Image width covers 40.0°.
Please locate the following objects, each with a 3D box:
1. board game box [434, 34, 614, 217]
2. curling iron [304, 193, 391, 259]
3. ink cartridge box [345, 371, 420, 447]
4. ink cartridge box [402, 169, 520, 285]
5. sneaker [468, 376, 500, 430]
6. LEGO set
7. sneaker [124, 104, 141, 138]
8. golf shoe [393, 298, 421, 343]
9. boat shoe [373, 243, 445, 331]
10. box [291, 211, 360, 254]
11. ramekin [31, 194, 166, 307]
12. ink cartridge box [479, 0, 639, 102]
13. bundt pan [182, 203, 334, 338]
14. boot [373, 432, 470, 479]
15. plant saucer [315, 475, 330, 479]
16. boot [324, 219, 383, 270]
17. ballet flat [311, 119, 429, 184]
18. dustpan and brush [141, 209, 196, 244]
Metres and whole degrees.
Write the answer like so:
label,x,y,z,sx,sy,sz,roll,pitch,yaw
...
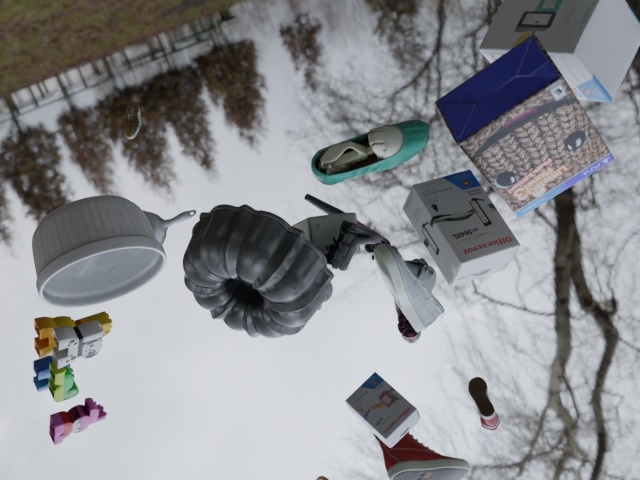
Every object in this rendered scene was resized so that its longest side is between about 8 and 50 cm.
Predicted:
label,x,y,z,sx,sy,sz,roll,pitch,yaw
board game box,0.411,-0.220,1.759,0.232,0.291,0.141,-34,-134,18
curling iron,0.073,-0.039,2.234,0.035,0.274,0.068,-33,-154,49
ink cartridge box,0.124,0.335,1.741,0.088,0.052,0.122,-42,-123,-14
ink cartridge box,0.281,-0.028,1.761,0.148,0.086,0.203,-16,-120,-24
sneaker,0.342,0.345,1.839,0.042,0.067,0.118,-19,-145,6
LEGO set,-0.295,0.143,1.077,0.093,0.227,0.087,-17,-123,-31
sneaker,-0.378,-0.236,1.789,0.031,0.037,0.083,0,-122,4
golf shoe,0.210,0.156,2.114,0.067,0.186,0.086,-2,158,9
boat shoe,0.154,0.067,1.474,0.081,0.227,0.079,-33,-132,-2
box,0.000,0.000,1.983,0.113,0.094,0.275,-7,177,-12
ramekin,-0.362,0.015,1.412,0.207,0.109,0.207,-20,160,-8
ink cartridge box,0.551,-0.459,2.015,0.270,0.198,0.197,18,-103,50
bundt pan,-0.144,0.085,1.819,0.330,0.331,0.124,-7,-140,35
boot,0.258,0.531,2.243,0.244,0.088,0.176,10,-143,-27
plant saucer,0.013,0.463,1.573,0.015,0.084,0.083,-1,-172,-29
boot,0.066,0.016,1.827,0.121,0.099,0.045,16,-166,-43
ballet flat,0.090,-0.172,1.692,0.247,0.083,0.087,-21,161,19
dustpan and brush,-0.393,-0.029,2.058,0.211,0.147,0.060,-27,156,5
